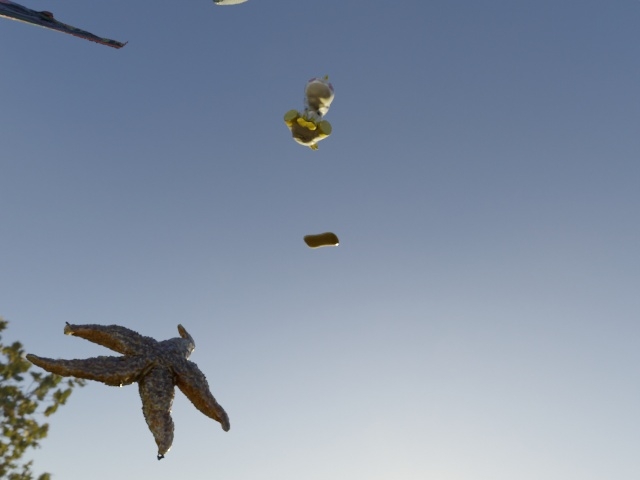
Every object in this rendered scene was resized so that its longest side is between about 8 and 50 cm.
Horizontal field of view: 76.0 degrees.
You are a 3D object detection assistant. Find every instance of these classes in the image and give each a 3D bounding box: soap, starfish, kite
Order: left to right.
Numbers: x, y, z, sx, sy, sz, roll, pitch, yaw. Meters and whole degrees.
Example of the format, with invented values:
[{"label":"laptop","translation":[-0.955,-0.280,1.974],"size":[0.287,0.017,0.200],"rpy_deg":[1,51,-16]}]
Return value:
[{"label":"kite","translation":[-0.348,-0.232,0.350],"size":[0.321,0.234,0.016],"rpy_deg":[16,-67,-20]},{"label":"starfish","translation":[-0.279,0.218,0.678],"size":[0.302,0.299,0.060],"rpy_deg":[36,-77,26]},{"label":"soap","translation":[0.000,0.000,0.804],"size":[0.089,0.012,0.034],"rpy_deg":[-9,-57,44]}]

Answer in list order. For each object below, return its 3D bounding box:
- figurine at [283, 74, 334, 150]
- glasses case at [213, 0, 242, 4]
[{"label":"figurine","translation":[-0.014,-0.303,0.936],"size":[0.109,0.178,0.129],"rpy_deg":[13,-6,5]},{"label":"glasses case","translation":[-0.093,-0.444,0.658],"size":[0.282,0.109,0.067],"rpy_deg":[14,-48,54]}]
